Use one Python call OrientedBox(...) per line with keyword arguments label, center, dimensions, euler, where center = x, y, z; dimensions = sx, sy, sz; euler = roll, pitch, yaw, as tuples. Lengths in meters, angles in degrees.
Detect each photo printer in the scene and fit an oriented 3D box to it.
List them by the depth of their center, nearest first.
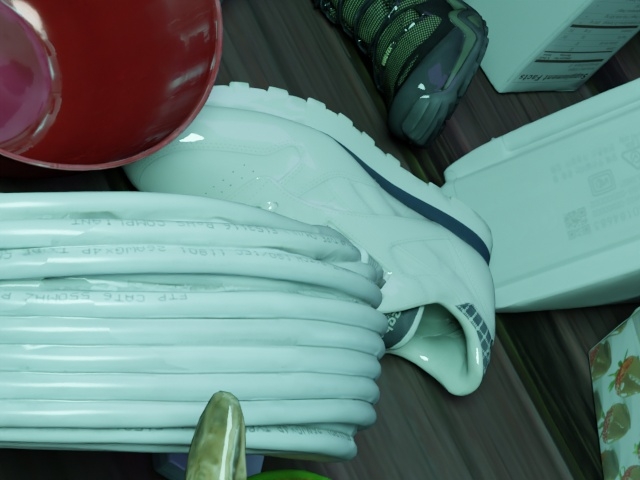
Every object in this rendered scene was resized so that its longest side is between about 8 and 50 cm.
OrientedBox(label="photo printer", center=(0.255, -0.035, 1.188), dimensions=(0.307, 0.256, 0.107), euler=(-2, 75, -50))

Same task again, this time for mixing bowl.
OrientedBox(label="mixing bowl", center=(-0.148, -0.098, 0.924), dimensions=(0.181, 0.098, 0.181), euler=(15, 62, -29))

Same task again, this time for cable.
OrientedBox(label="cable", center=(-0.104, 0.035, 0.733), dimensions=(0.257, 0.257, 0.089), euler=(56, 35, -84))

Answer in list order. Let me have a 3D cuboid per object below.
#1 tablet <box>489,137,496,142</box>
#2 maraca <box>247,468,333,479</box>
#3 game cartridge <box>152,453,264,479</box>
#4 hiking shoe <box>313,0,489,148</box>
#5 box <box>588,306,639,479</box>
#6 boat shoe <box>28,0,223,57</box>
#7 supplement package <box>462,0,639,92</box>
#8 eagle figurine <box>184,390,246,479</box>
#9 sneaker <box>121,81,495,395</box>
OrientedBox(label="tablet", center=(0.147, -0.036, 1.288), dimensions=(0.083, 0.006, 0.054), euler=(16, 43, -36))
OrientedBox(label="maraca", center=(-0.015, 0.182, 0.799), dimensions=(0.127, 0.099, 0.186), euler=(26, 61, -24))
OrientedBox(label="game cartridge", center=(-0.051, 0.088, 0.929), dimensions=(0.056, 0.017, 0.083), euler=(38, 34, -18))
OrientedBox(label="hiking shoe", center=(0.035, -0.140, 1.226), dimensions=(0.114, 0.086, 0.227), euler=(20, 34, -13))
OrientedBox(label="box", center=(0.200, 0.170, 1.075), dimensions=(0.067, 0.063, 0.324), euler=(29, 37, -22))
OrientedBox(label="boat shoe", center=(-0.097, -0.127, 1.088), dimensions=(0.206, 0.075, 0.065), euler=(-35, 125, -62))
OrientedBox(label="supplement package", center=(0.176, -0.194, 1.329), dimensions=(0.105, 0.179, 0.105), euler=(-7, 60, -50))
OrientedBox(label="eagle figurine", center=(0.015, 0.204, 0.683), dimensions=(0.298, 0.226, 0.225), euler=(23, 29, -51))
OrientedBox(label="sneaker", center=(0.000, 0.000, 1.022), dimensions=(0.235, 0.090, 0.095), euler=(24, 48, -27))
